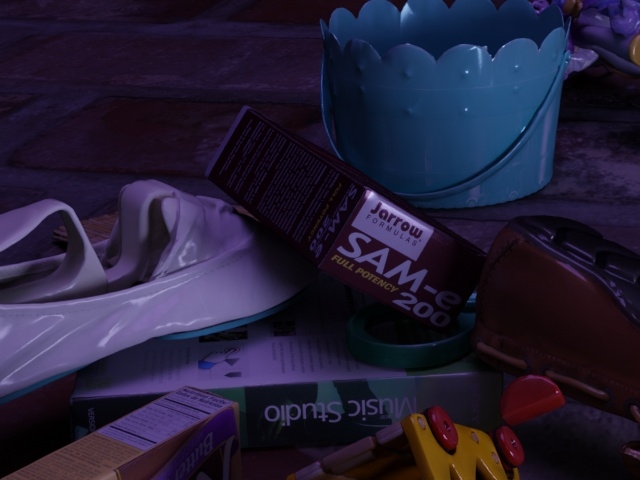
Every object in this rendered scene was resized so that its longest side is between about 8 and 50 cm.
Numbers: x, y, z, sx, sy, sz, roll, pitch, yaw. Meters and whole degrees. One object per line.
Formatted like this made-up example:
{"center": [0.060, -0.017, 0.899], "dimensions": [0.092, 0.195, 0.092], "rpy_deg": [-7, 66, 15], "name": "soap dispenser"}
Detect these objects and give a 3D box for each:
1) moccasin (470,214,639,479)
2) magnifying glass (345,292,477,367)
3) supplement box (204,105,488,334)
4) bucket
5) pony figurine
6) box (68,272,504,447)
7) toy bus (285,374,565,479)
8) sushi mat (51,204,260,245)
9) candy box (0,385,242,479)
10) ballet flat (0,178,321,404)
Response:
{"center": [0.250, 0.116, 1.050], "dimensions": [0.380, 0.147, 0.139], "rpy_deg": [28, 19, 33], "name": "moccasin"}
{"center": [0.124, 0.055, 1.232], "dimensions": [0.231, 0.026, 0.092], "rpy_deg": [-12, 23, -29], "name": "magnifying glass"}
{"center": [0.015, -0.020, 1.232], "dimensions": [0.130, 0.073, 0.239], "rpy_deg": [28, 4, -30], "name": "supplement box"}
{"center": [0.136, -0.157, 1.740], "dimensions": [0.281, 0.183, 0.281], "rpy_deg": [-3, 20, 1], "name": "bucket"}
{"center": [0.333, -0.265, 1.965], "dimensions": [0.351, 0.302, 0.363], "rpy_deg": [23, 1, -32], "name": "pony figurine"}
{"center": [-0.030, 0.091, 1.268], "dimensions": [0.322, 0.058, 0.232], "rpy_deg": [-5, 20, -2], "name": "box"}
{"center": [0.070, 0.172, 0.952], "dimensions": [0.202, 0.191, 0.104], "rpy_deg": [-11, 65, -19], "name": "toy bus"}
{"center": [-0.136, -0.008, 1.521], "dimensions": [0.151, 0.019, 0.316], "rpy_deg": [-16, 13, -28], "name": "sushi mat"}
{"center": [-0.125, 0.174, 0.969], "dimensions": [0.053, 0.109, 0.187], "rpy_deg": [14, 25, 38], "name": "candy box"}
{"center": [-0.161, 0.024, 1.198], "dimensions": [0.400, 0.139, 0.139], "rpy_deg": [-18, 25, -35], "name": "ballet flat"}
